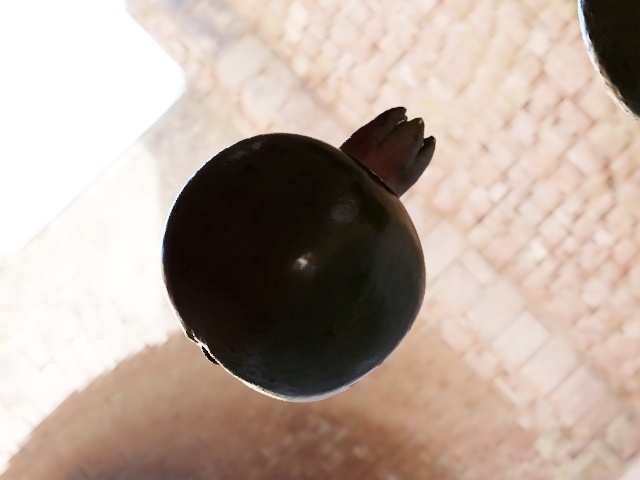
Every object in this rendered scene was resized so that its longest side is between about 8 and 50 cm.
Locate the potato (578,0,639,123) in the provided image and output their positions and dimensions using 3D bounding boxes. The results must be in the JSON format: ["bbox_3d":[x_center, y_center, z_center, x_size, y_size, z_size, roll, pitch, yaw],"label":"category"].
[{"bbox_3d":[0.236,-0.165,1.083,0.157,0.157,0.194,-41,-31,-32],"label":"potato"}]

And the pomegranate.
[{"bbox_3d":[0.000,0.000,1.147,0.210,0.180,0.180,-45,-5,-13],"label":"pomegranate"}]
